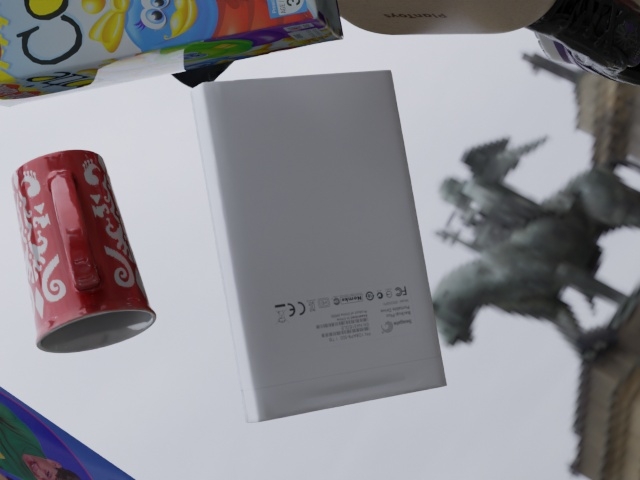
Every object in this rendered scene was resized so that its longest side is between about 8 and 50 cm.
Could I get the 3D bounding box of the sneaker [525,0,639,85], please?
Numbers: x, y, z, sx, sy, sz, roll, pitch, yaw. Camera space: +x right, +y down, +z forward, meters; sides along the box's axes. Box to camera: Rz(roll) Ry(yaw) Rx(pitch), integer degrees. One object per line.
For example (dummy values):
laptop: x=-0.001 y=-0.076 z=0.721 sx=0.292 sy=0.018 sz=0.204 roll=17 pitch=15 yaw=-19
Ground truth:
sneaker: x=0.259 y=-0.226 z=1.427 sx=0.283 sy=0.124 sz=0.107 roll=18 pitch=-79 yaw=-59

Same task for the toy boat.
toy boat: x=0.104 y=-0.265 z=1.281 sx=0.151 sy=0.231 sz=0.151 roll=22 pitch=-104 yaw=-56

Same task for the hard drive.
hard drive: x=0.000 y=0.000 z=1.581 sx=0.233 sy=0.047 sz=0.353 roll=-7 pitch=-95 yaw=-29

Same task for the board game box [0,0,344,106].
board game box: x=-0.137 y=-0.195 z=1.092 sx=0.144 sy=0.275 sz=0.142 roll=-12 pitch=-88 yaw=-81

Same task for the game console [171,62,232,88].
game console: x=-0.137 y=-0.388 z=1.610 sx=0.386 sy=0.342 sz=0.060 roll=-39 pitch=14 yaw=29

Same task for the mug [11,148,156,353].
mug: x=-0.219 y=0.001 z=1.385 sx=0.113 sy=0.169 sz=0.150 roll=-2 pitch=-23 yaw=-36

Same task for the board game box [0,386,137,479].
board game box: x=-0.207 y=0.193 z=0.816 sx=0.078 sy=0.233 sz=0.347 roll=-48 pitch=18 yaw=13
